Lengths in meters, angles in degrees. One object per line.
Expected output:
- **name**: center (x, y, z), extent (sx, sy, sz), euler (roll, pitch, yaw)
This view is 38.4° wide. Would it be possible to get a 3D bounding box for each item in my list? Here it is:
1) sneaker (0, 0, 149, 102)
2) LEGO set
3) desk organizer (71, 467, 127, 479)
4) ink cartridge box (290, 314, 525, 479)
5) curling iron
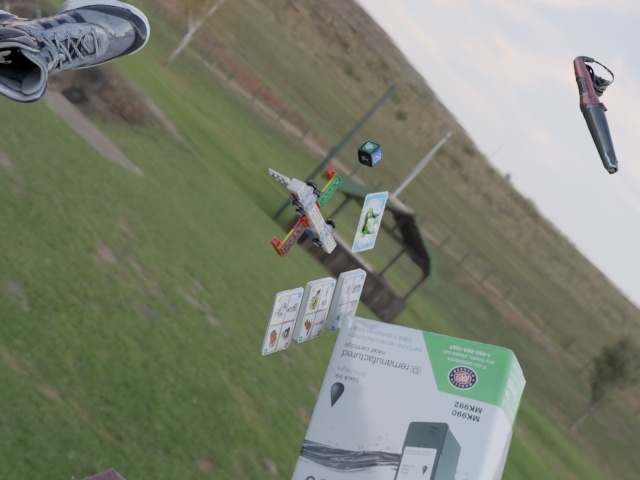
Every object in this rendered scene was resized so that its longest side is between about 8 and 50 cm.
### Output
- **sneaker**: center (-0.349, -0.249, 1.218), extent (0.153, 0.269, 0.101), euler (-124, -149, -49)
- **LEGO set**: center (0.000, 0.000, 1.073), extent (0.060, 0.244, 0.182), euler (26, 22, 31)
- **desk organizer**: center (-0.074, 0.169, 0.459), extent (0.050, 0.047, 0.130), euler (-15, 42, -36)
- **ink cartridge box**: center (0.094, 0.255, 1.048), extent (0.211, 0.289, 0.121), euler (10, -22, 22)
- **curling iron**: center (0.399, -0.186, 1.308), extent (0.068, 0.035, 0.274), euler (21, 39, -10)
